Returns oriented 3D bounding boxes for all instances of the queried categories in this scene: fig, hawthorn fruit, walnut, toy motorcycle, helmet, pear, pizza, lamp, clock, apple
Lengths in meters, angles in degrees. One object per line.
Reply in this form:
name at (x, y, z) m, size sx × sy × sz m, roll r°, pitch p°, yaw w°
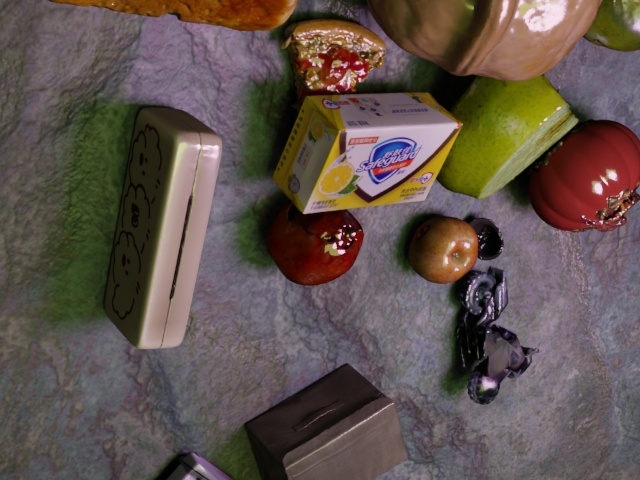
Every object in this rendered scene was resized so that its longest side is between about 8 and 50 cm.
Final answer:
fig at (0.489, -0.427, 1.916) m, size 0.167 × 0.167 × 0.233 m, roll -44°, pitch 108°, yaw -7°
hawthorn fruit at (0.000, 0.000, 1.788) m, size 0.148 × 0.172 × 0.148 m, roll 5°, pitch 83°, yaw -40°
walnut at (0.248, -0.420, 1.640) m, size 0.381 × 0.381 × 0.381 m, roll -16°, pitch 122°, yaw -28°
toy motorcycle at (0.337, 0.179, 2.159) m, size 0.159 × 0.106 × 0.270 m, roll -16°, pitch 111°, yaw -32°
helmet at (0.302, -0.008, 2.071) m, size 0.065 × 0.049 × 0.084 m, roll -20°, pitch 100°, yaw 13°
pear at (0.293, -0.193, 1.882) m, size 0.292 × 0.159 × 0.292 m, roll -41°, pitch 168°, yaw -11°
pizza at (0.012, -0.243, 1.740) m, size 0.188 × 0.062 × 0.199 m, roll -1°, pitch 116°, yaw -32°
lamp at (0.485, -0.112, 2.034) m, size 0.227 × 0.227 × 0.227 m, roll -16°, pitch 122°, yaw -28°
clock at (-0.206, 0.498, 1.961) m, size 0.186 × 0.083 × 0.253 m, roll -48°, pitch 131°, yaw -3°
apple at (0.220, 0.019, 1.992) m, size 0.126 × 0.102 × 0.126 m, roll -15°, pitch 120°, yaw -27°

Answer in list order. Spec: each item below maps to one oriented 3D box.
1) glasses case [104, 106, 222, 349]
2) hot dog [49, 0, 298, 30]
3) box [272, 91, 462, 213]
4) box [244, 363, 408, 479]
glasses case at (-0.233, -0.016, 1.635) m, size 0.076 × 0.144 × 0.336 m, roll -1°, pitch 113°, yaw -36°
hot dog at (-0.182, -0.398, 1.395) m, size 0.405 × 0.185 × 0.223 m, roll 1°, pitch 153°, yaw -35°
box at (0.074, -0.141, 1.768) m, size 0.265 × 0.097 × 0.168 m, roll -6°, pitch 135°, yaw -39°
box at (0.010, 0.355, 1.992) m, size 0.231 × 0.149 × 0.155 m, roll -30°, pitch 127°, yaw -19°
